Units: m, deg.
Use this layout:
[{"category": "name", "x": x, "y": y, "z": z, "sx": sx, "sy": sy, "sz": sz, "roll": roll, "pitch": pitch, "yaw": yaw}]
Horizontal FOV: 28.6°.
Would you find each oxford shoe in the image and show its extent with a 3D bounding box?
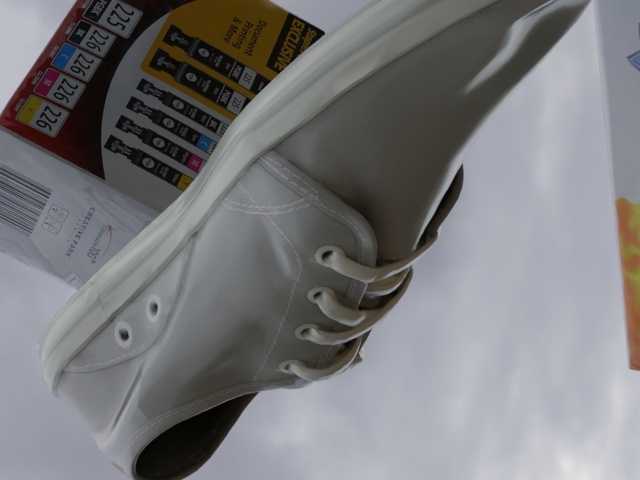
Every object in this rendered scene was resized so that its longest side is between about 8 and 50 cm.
[{"category": "oxford shoe", "x": 0.000, "y": 0.000, "z": 0.680, "sx": 0.169, "sy": 0.449, "sz": 0.130, "roll": -16, "pitch": -112, "yaw": -50}]

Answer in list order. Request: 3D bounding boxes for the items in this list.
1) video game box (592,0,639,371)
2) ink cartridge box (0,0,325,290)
[{"category": "video game box", "x": 0.184, "y": -0.032, "z": 0.392, "sx": 0.048, "sy": 0.187, "sz": 0.205, "roll": -53, "pitch": -40, "yaw": -41}, {"category": "ink cartridge box", "x": -0.110, "y": -0.084, "z": 1.058, "sx": 0.272, "sy": 0.130, "sz": 0.309, "roll": 28, "pitch": -137, "yaw": -10}]
